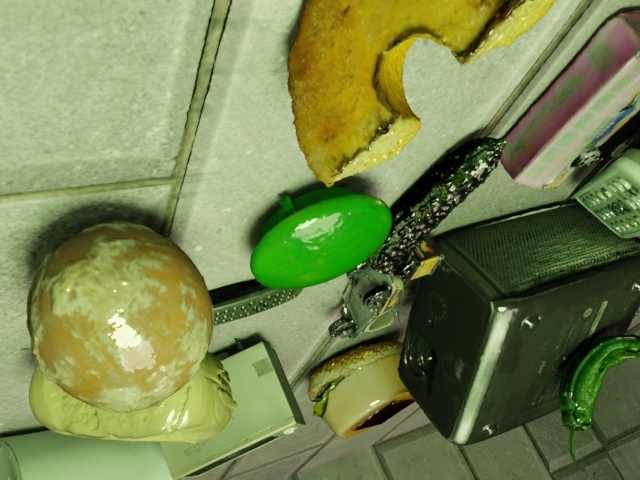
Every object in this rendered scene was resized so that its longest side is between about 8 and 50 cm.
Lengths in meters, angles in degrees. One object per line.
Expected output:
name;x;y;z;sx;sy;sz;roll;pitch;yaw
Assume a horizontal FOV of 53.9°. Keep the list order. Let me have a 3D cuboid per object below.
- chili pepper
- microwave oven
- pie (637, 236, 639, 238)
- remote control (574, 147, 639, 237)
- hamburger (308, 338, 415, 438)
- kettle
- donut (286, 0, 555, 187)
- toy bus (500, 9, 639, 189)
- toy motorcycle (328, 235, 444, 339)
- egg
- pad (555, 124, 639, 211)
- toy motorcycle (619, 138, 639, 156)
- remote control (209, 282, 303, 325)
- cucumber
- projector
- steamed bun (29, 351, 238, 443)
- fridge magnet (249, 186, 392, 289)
chili pepper;0.490;0.261;1.129;0.278;0.122;0.065;-50;170;-12
microwave oven;-0.177;0.314;1.185;0.241;0.193;0.145;-25;159;-1
pie;0.668;-0.027;1.429;0.340;0.083;0.339;-21;151;-12
remote control;0.485;-0.069;0.977;0.065;0.128;0.335;-45;170;6
hamburger;0.114;0.351;1.537;0.302;0.170;0.302;-25;155;-12
kettle;-0.455;0.461;1.197;0.318;0.205;0.265;0;142;-46
donut;0.067;-0.181;0.538;0.101;0.152;0.259;-19;163;-50
toy bus;0.364;-0.182;0.855;0.112;0.090;0.274;-2;145;-32
toy motorcycle;0.106;0.101;1.151;0.157;0.090;0.263;-16;151;-29
egg;-0.219;0.084;0.705;0.204;0.203;0.245;-19;146;-14
pad;0.466;-0.141;1.004;0.265;0.009;0.159;-34;165;-43
toy motorcycle;0.567;-0.152;0.998;0.196;0.125;0.331;-42;162;-6
remote control;-0.127;0.096;0.987;0.222;0.042;0.072;-14;153;-25
cucumber;0.164;-0.055;0.934;0.072;0.072;0.300;-1;142;-41
projector;0.399;0.160;1.230;0.406;0.242;0.394;-12;128;-24
steamed bun;-0.265;0.203;0.918;0.273;0.165;0.232;0;166;15
fridge magnet;0.000;0.000;0.868;0.208;0.088;0.208;-20;152;-11
